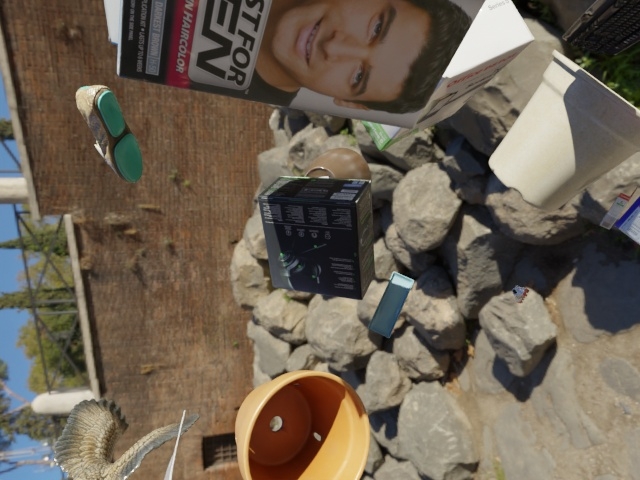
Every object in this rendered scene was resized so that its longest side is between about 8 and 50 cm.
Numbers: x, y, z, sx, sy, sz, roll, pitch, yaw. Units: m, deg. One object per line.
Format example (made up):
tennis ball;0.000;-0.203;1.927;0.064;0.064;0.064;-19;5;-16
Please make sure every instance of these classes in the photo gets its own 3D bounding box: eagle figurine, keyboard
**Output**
eagle figurine;-0.401;0.433;0.907;0.225;0.226;0.298;-31;30;37
keyboard;0.556;-0.367;0.805;0.317;0.201;0.033;-34;-43;-74

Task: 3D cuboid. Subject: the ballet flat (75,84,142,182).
ballet flat;-0.384;-0.194;0.853;0.206;0.067;0.073;92;-157;-48

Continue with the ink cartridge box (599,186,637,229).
ink cartridge box;0.782;-0.090;1.227;0.029;0.115;0.063;33;167;25

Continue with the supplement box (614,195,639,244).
supplement box;0.740;-0.014;0.933;0.220;0.114;0.111;51;159;27

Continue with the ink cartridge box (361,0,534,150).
ink cartridge box;0.204;-0.295;0.841;0.115;0.198;0.273;60;162;4

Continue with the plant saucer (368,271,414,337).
plant saucer;0.203;0.184;1.343;0.192;0.067;0.018;-61;-11;-25

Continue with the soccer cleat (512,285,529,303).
soccer cleat;0.494;0.133;1.166;0.029;0.035;0.083;-59;-22;-14

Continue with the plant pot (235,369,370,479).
plant pot;-0.064;0.430;1.040;0.203;0.291;0.291;-15;76;61

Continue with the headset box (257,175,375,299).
headset box;0.000;0.000;1.152;0.131;0.246;0.283;-53;-38;-54

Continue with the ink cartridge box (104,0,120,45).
ink cartridge box;-0.188;-0.392;0.730;0.232;0.171;0.168;-44;-30;-48

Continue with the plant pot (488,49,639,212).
plant pot;0.616;-0.250;1.188;0.305;0.333;0.334;-54;33;33

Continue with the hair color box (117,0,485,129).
hair color box;-0.024;-0.260;0.534;0.185;0.374;0.114;117;147;-42

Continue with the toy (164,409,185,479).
toy;-0.123;0.288;0.395;0.237;0.056;0.137;-95;24;-57

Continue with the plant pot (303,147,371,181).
plant pot;0.034;-0.184;1.485;0.230;0.215;0.215;-33;-53;-69
